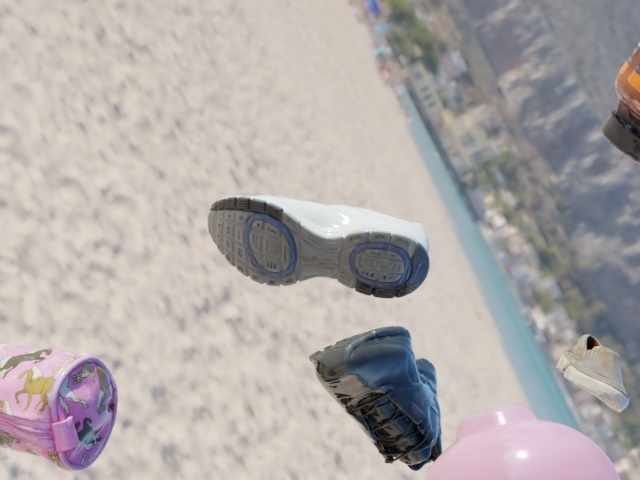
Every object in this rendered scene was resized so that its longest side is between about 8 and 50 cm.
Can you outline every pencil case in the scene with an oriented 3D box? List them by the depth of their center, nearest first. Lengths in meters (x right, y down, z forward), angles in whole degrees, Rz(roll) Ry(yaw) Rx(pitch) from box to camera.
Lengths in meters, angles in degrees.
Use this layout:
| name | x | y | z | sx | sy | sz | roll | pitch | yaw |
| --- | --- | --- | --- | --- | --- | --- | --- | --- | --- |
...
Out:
| name | x | y | z | sx | sy | sz | roll | pitch | yaw |
| --- | --- | --- | --- | --- | --- | --- | --- | --- | --- |
| pencil case | -0.462 | 0.209 | 1.844 | 0.160 | 0.386 | 0.167 | 65 | 36 | -51 |

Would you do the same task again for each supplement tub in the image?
| name | x | y | z | sx | sy | sz | roll | pitch | yaw |
| --- | --- | --- | --- | --- | --- | --- | --- | --- | --- |
| supplement tub | 0.335 | -0.159 | 1.226 | 0.106 | 0.198 | 0.106 | 29 | 22 | -13 |

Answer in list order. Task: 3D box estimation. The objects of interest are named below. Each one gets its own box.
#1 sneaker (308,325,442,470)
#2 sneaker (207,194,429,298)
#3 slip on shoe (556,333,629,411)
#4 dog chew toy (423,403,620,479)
| name | x | y | z | sx | sy | sz | roll | pitch | yaw |
| --- | --- | --- | --- | --- | --- | --- | --- | --- | --- |
| sneaker | 0.081 | 0.182 | 1.541 | 0.286 | 0.109 | 0.130 | 36 | 34 | -58 |
| sneaker | 0.000 | 0.000 | 1.767 | 0.129 | 0.297 | 0.111 | -53 | 155 | -67 |
| slip on shoe | 0.235 | 0.109 | 1.161 | 0.051 | 0.041 | 0.135 | 33 | 3 | -1 |
| dog chew toy | 0.149 | 0.264 | 0.828 | 0.206 | 0.206 | 0.332 | 43 | 32 | -73 |
